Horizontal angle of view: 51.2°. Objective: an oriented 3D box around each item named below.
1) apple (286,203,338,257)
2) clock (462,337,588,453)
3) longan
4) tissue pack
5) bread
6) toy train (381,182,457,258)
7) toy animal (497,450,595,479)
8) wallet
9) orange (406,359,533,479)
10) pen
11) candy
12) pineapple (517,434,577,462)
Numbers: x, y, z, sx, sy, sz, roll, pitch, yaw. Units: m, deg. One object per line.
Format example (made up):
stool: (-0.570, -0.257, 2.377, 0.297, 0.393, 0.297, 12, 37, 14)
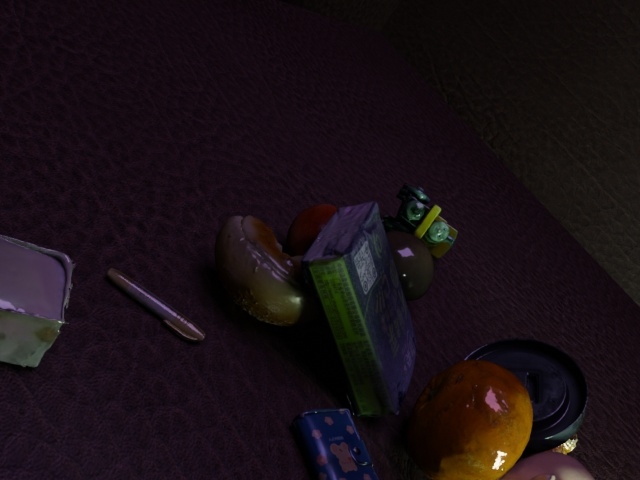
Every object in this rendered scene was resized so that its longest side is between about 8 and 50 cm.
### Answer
apple: (0.000, 0.000, 1.703, 0.181, 0.181, 0.168, 37, 21, -2)
clock: (0.491, 0.378, 1.652, 0.318, 0.066, 0.319, -9, 38, 7)
longan: (0.220, 0.066, 1.850, 0.212, 0.198, 0.198, 32, 31, -12)
tissue pack: (0.102, 0.147, 1.479, 0.288, 0.124, 0.394, -57, 133, -58)
bread: (-0.101, 0.097, 1.464, 0.314, 0.171, 0.192, 34, 17, -19)
toy train: (0.311, -0.049, 2.024, 0.237, 0.150, 0.369, 35, 2, 3)
toy animal: (0.496, 0.581, 1.477, 0.256, 0.195, 0.213, 1, 79, -42)
wallet: (0.037, 0.424, 1.300, 0.141, 0.059, 0.202, 10, 40, -42)
orange: (0.317, 0.392, 1.423, 0.226, 0.284, 0.284, 41, 31, 4)
pen: (-0.330, 0.132, 1.328, 0.233, 0.032, 0.040, 35, 54, -3)
candy: (-0.511, 0.091, 1.082, 0.195, 0.137, 0.185, 20, 35, -31)
pineapple: (0.564, 0.489, 1.699, 0.114, 0.186, 0.236, 33, 70, -27)
